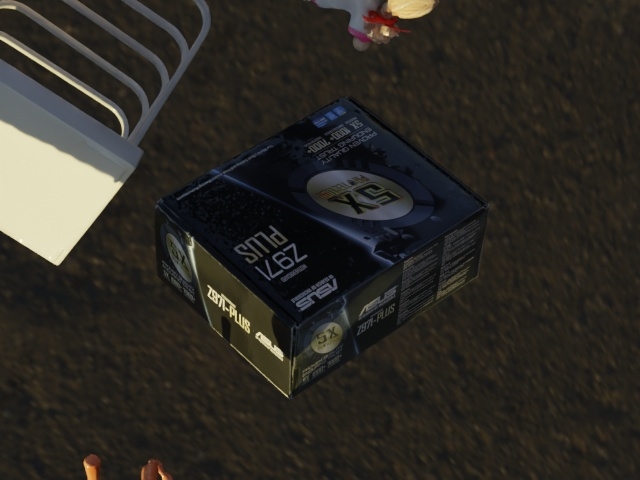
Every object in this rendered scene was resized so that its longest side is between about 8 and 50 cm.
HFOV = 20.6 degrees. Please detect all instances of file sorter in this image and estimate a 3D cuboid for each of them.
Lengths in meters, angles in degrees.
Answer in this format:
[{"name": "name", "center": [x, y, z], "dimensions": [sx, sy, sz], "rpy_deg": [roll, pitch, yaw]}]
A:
[{"name": "file sorter", "center": [-0.237, -0.132, 1.522], "dimensions": [0.193, 0.278, 0.173], "rpy_deg": [33, 64, -9]}]

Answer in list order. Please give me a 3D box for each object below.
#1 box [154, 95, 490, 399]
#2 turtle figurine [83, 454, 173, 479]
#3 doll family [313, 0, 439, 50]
[{"name": "box", "center": [0.000, 0.000, 1.212], "dimensions": [0.180, 0.077, 0.147], "rpy_deg": [-31, 56, -28]}, {"name": "turtle figurine", "center": [-0.066, 0.218, 1.072], "dimensions": [0.217, 0.269, 0.087], "rpy_deg": [34, 73, -4]}, {"name": "doll family", "center": [0.040, -0.260, 1.175], "dimensions": [0.163, 0.118, 0.263], "rpy_deg": [21, 98, 28]}]
